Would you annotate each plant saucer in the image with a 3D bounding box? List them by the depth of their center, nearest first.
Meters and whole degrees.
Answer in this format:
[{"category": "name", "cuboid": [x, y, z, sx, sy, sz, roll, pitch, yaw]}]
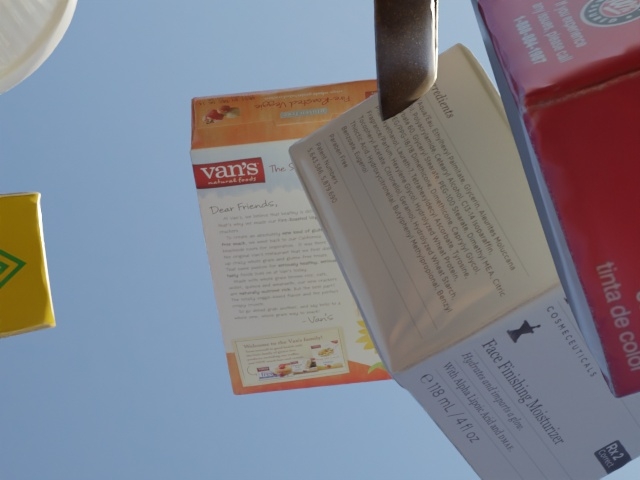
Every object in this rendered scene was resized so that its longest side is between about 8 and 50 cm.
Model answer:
[{"category": "plant saucer", "cuboid": [0.042, -0.142, 0.875, 0.029, 0.168, 0.168, -1, -130, 4]}]

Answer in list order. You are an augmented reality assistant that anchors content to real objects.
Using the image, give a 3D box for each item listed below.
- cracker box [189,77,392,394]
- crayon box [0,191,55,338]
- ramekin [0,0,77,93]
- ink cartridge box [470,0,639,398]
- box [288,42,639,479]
[{"category": "cracker box", "cuboid": [0.000, 0.000, 1.272, 0.156, 0.232, 0.067, -5, -139, 2]}, {"category": "crayon box", "cuboid": [-0.415, 0.041, 1.180, 0.313, 0.363, 0.106, -8, -87, -56]}, {"category": "ramekin", "cuboid": [-0.301, -0.216, 1.404, 0.207, 0.109, 0.207, -4, -113, 10]}, {"category": "ink cartridge box", "cuboid": [0.220, -0.085, 0.685, 0.226, 0.306, 0.131, -92, -16, -66]}, {"category": "box", "cuboid": [0.094, 0.025, 0.990, 0.181, 0.119, 0.182, 51, -169, -46]}]
